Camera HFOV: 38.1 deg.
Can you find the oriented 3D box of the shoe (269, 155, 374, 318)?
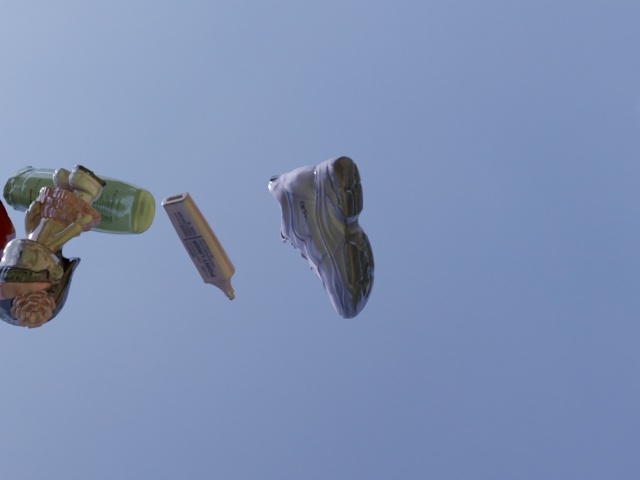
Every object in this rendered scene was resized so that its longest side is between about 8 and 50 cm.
[{"bbox_3d":[0.000,0.000,1.383,0.095,0.138,0.245,-29,-67,-57],"label":"shoe"}]

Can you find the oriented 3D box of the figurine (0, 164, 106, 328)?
[{"bbox_3d":[-0.195,0.007,0.678,0.054,0.072,0.129,53,-128,-43],"label":"figurine"}]

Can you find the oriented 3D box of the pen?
[{"bbox_3d":[-0.165,0.015,1.324,0.032,0.053,0.197,-79,-30,-49],"label":"pen"}]

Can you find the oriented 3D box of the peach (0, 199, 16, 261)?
[{"bbox_3d":[-0.491,0.017,1.121,0.226,0.190,0.196,-15,-128,-39],"label":"peach"}]

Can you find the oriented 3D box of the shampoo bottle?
[{"bbox_3d":[-0.306,-0.051,1.174,0.049,0.212,0.072,2,-84,-65],"label":"shampoo bottle"}]
